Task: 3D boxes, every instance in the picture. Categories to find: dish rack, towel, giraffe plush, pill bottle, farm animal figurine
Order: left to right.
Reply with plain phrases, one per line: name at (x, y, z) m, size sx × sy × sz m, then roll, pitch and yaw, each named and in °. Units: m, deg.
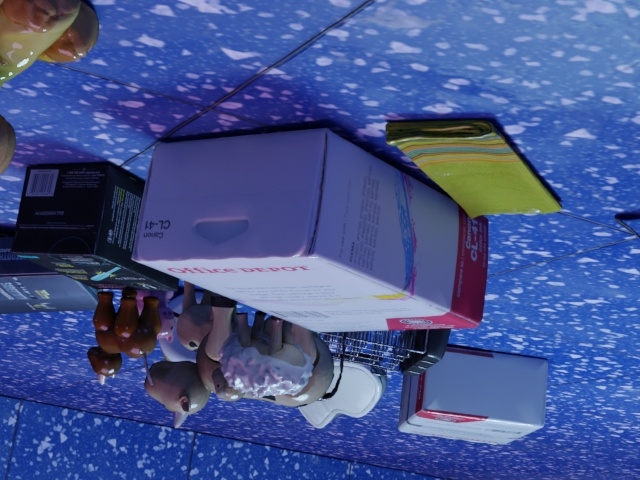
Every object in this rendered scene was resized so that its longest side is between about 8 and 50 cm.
giraffe plush at (-0.282, -0.112, 1.032) m, size 0.210 × 0.170 × 0.181 m, roll -5°, pitch 161°, yaw 41°
pill bottle at (-0.185, 0.154, 2.094) m, size 0.117 × 0.117 × 0.215 m, roll 8°, pitch 165°, yaw -1°
farm animal figurine at (-0.124, 0.142, 1.700) m, size 0.327 × 0.172 × 0.330 m, roll 6°, pitch -173°, yaw 20°
dish rack at (0.046, 0.139, 2.019) m, size 0.272 × 0.074 × 0.208 m, roll 11°, pitch 164°, yaw -6°
towel at (0.149, -0.062, 1.294) m, size 0.102 × 0.021 × 0.237 m, roll 2°, pitch 164°, yaw 26°

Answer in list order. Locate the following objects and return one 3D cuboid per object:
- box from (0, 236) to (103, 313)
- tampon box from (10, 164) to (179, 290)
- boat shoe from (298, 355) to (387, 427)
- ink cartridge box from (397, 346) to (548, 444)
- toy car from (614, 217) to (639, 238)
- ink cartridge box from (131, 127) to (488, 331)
box at (-0.407, 0.050, 1.888) m, size 0.183 × 0.059 × 0.232 m, roll -3°, pitch 165°, yaw 0°
tampon box at (-0.241, -0.011, 1.528) m, size 0.120 × 0.101 × 0.161 m, roll 1°, pitch 165°, yaw 28°
boat shoe at (0.051, 0.254, 2.461) m, size 0.099 × 0.116 × 0.319 m, roll -33°, pitch 176°, yaw -27°
ink cartridge box at (0.246, 0.259, 2.275) m, size 0.197 × 0.114 × 0.273 m, roll 8°, pitch 165°, yaw -4°
toy car at (0.381, 0.018, 1.353) m, size 0.155 × 0.149 × 0.188 m, roll 22°, pitch -171°, yaw -33°
ink cartridge box at (0.000, 0.000, 1.391) m, size 0.226 × 0.131 × 0.306 m, roll -3°, pitch 162°, yaw 36°
